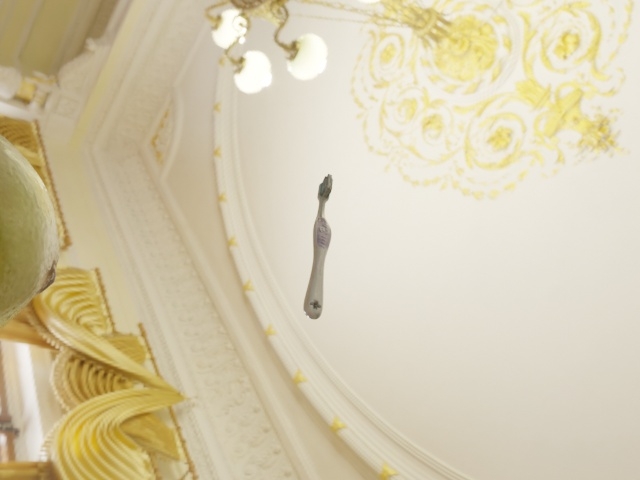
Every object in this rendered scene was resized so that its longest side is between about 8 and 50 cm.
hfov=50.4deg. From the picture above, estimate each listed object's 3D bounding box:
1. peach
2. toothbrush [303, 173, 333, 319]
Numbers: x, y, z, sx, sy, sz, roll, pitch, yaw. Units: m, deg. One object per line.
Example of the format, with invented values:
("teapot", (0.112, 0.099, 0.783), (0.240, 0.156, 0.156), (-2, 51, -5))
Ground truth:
("peach", (-0.458, -0.024, 0.748), (0.282, 0.315, 0.314), (-38, -168, 30))
("toothbrush", (0.000, 0.000, 0.378), (0.131, 0.011, 0.013), (-84, -165, -55))
